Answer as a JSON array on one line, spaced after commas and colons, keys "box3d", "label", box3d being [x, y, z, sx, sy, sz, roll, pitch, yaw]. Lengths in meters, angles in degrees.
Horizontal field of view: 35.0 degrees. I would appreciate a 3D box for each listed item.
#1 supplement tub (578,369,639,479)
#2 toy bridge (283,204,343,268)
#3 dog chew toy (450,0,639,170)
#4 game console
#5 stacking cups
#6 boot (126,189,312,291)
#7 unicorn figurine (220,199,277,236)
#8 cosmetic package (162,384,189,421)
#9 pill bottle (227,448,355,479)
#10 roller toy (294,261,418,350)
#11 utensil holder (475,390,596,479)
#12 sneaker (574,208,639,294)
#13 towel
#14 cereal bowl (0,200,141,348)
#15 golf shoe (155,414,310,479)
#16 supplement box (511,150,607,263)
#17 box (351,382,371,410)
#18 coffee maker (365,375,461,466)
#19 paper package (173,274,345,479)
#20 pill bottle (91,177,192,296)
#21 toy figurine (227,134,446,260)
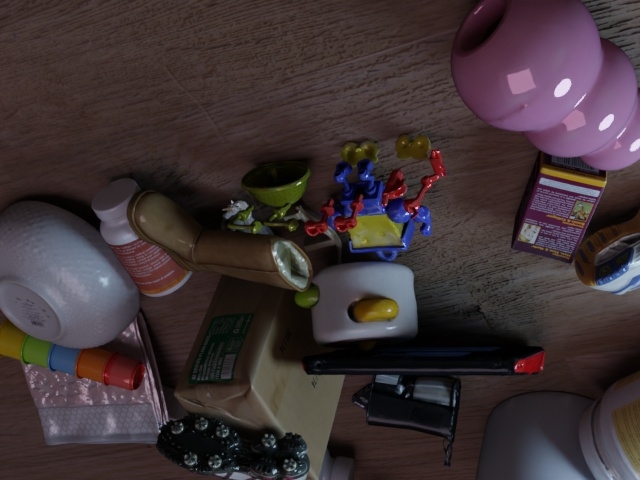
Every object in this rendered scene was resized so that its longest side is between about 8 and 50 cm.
[{"box3d": [0.656, 0.326, 1.812, 0.241, 0.241, 0.331, 35, 134, -17], "label": "supplement tub"}, {"box3d": [0.000, 0.000, 1.841, 0.063, 0.026, 0.188, -13, 134, 25], "label": "toy bridge"}, {"box3d": [0.343, -0.213, 1.416, 0.332, 0.206, 0.207, 31, 136, -25], "label": "dog chew toy"}, {"box3d": [0.198, 0.217, 1.841, 0.387, 0.060, 0.342, -3, 172, 20], "label": "game console"}, {"box3d": [-0.525, 0.249, 2.138, 0.316, 0.096, 0.096, 17, 137, 11], "label": "stacking cups"}, {"box3d": [-0.174, -0.003, 1.770, 0.270, 0.089, 0.236, 8, 158, 38], "label": "boot"}, {"box3d": [-0.140, -0.022, 1.863, 0.162, 0.060, 0.111, 24, 137, -29], "label": "unicorn figurine"}, {"box3d": [-0.394, 0.387, 2.332, 0.231, 0.085, 0.117, 17, 136, 0], "label": "cosmetic package"}, {"box3d": [-0.065, 0.531, 2.318, 0.272, 0.152, 0.152, 8, 136, 11], "label": "pill bottle"}, {"box3d": [0.080, 0.124, 1.816, 0.209, 0.146, 0.191, -14, 164, 37], "label": "roller toy"}, {"box3d": [0.452, 0.536, 1.986, 0.328, 0.385, 0.327, 9, 137, 9], "label": "utensil holder"}, {"box3d": [0.559, -0.006, 1.631, 0.296, 0.111, 0.131, -29, 146, 32], "label": "sneaker"}, {"box3d": [-0.506, 0.304, 2.227, 0.332, 0.053, 0.316, -5, 107, 21], "label": "towel"}, {"box3d": [-0.533, 0.093, 1.995, 0.339, 0.141, 0.339, 17, 136, 18], "label": "cereal bowl"}, {"box3d": [-0.155, 0.386, 1.772, 0.273, 0.105, 0.120, 10, 142, 7], "label": "golf shoe"}, {"box3d": [0.381, -0.063, 1.627, 0.104, 0.080, 0.188, 14, 136, 4], "label": "supplement box"}, {"box3d": [0.118, 0.344, 2.167, 0.083, 0.018, 0.067, 33, 134, -16], "label": "box"}, {"box3d": [0.184, 0.347, 2.040, 0.178, 0.171, 0.120, 6, 152, 15], "label": "coffee maker"}, {"box3d": [-0.100, 0.252, 1.926, 0.168, 0.324, 0.309, -10, 129, 25], "label": "paper package"}, {"box3d": [-0.332, -0.007, 1.887, 0.121, 0.121, 0.216, -8, 131, 25], "label": "pill bottle"}, {"box3d": [0.054, -0.023, 1.707, 0.363, 0.191, 0.217, -5, 137, 24], "label": "toy figurine"}]
